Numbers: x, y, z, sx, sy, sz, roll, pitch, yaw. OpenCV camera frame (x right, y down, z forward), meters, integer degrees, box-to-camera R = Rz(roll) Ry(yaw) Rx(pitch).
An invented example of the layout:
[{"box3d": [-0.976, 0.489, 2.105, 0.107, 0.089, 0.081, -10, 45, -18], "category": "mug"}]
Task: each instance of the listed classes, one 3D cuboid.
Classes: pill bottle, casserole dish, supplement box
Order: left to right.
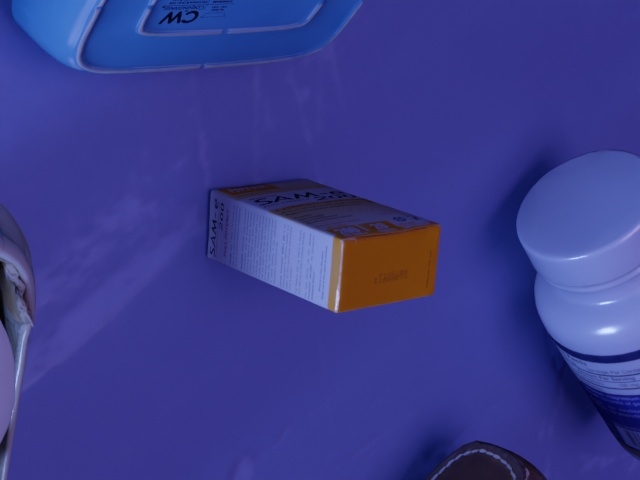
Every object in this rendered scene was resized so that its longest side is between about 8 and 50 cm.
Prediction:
[{"box3d": [-0.041, -0.112, 0.583, 0.188, 0.037, 0.114, -9, 151, -39], "category": "casserole dish"}, {"box3d": [0.000, 0.000, 0.648, 0.062, 0.098, 0.036, -9, 110, -40], "category": "supplement box"}, {"box3d": [0.191, 0.040, 0.812, 0.112, 0.112, 0.186, -50, 128, -19], "category": "pill bottle"}]

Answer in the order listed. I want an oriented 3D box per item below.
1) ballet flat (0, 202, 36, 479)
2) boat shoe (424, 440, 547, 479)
[{"box3d": [-0.159, 0.104, 0.551, 0.086, 0.086, 0.248, 5, 97, -41], "category": "ballet flat"}, {"box3d": [0.012, 0.234, 0.706, 0.116, 0.123, 0.324, 48, 68, -35], "category": "boat shoe"}]
